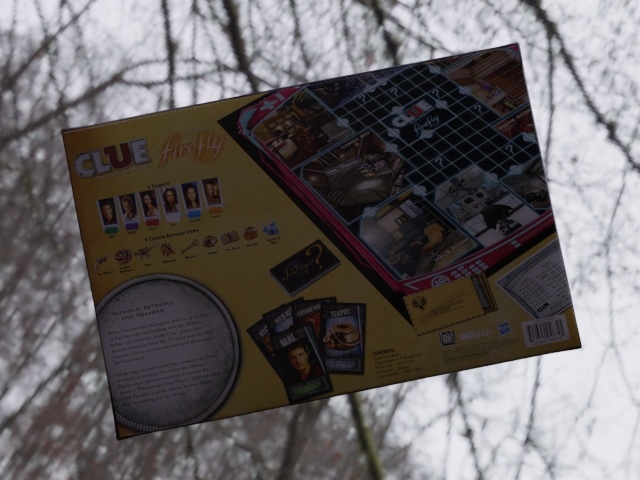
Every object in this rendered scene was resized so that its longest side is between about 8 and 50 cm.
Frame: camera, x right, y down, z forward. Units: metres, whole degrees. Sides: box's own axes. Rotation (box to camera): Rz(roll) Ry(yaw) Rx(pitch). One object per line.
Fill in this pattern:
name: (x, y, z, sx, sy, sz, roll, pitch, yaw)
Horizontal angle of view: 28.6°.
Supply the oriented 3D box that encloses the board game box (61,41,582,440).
board game box: (0.000, 0.000, 0.662, 0.243, 0.165, 0.042, -11, -3, -2)
